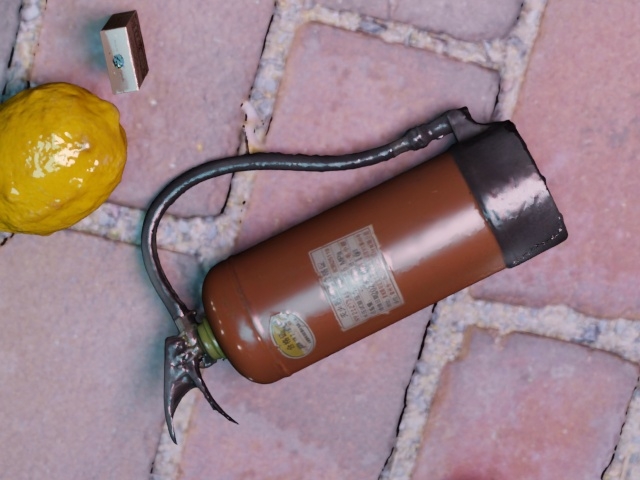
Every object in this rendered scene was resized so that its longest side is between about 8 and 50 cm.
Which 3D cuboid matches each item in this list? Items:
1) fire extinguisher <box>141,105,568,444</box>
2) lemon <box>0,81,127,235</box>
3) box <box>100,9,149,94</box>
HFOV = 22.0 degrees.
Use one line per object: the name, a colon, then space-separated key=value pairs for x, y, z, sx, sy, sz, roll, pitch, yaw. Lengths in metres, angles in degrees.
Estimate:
fire extinguisher: x=0.004 y=0.005 z=1.388 sx=0.376 sy=0.113 sz=0.200 roll=-28 pitch=64 yaw=4
lemon: x=-0.225 y=-0.063 z=1.335 sx=0.155 sy=0.114 sz=0.114 roll=-36 pitch=105 yaw=14
box: x=-0.157 y=-0.152 z=1.326 sx=0.024 sy=0.083 sz=0.053 roll=-9 pitch=108 yaw=4
